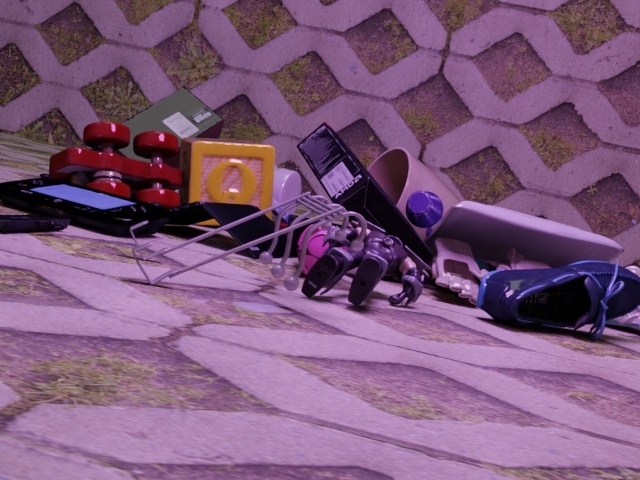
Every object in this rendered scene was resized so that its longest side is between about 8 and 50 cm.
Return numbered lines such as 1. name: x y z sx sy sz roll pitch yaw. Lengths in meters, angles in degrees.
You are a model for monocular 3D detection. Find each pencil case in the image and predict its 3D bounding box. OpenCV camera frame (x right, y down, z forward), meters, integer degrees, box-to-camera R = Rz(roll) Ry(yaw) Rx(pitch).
1. pencil case: 0.005 0.014 1.838 0.095 0.098 0.209 11 5 -6

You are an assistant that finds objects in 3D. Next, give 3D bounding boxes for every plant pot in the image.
1. plant pot: 0.234 -0.042 2.369 0.274 0.256 0.256 28 -1 -23

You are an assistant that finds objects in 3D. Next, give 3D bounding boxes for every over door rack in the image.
1. over door rack: -0.113 0.012 1.495 0.324 0.108 0.239 -11 10 -11

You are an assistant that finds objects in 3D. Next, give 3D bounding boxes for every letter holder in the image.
1. letter holder: -0.421 -0.220 2.601 0.152 0.214 0.302 40 50 13

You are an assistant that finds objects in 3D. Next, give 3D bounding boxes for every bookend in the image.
1. bookend: 0.000 0.000 2.107 0.157 0.072 0.156 12 6 1

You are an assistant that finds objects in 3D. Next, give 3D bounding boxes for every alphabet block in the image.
1. alphabet block: -0.219 -0.136 2.320 0.194 0.192 0.197 0 7 -15

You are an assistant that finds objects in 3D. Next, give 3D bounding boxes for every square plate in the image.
1. square plate: 0.379 0.019 2.047 0.347 0.049 0.344 14 -22 -7

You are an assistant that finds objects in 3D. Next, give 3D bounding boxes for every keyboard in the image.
1. keyboard: -0.467 -0.026 1.610 0.108 0.023 0.180 7 5 16

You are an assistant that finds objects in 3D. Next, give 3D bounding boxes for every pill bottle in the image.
1. pill bottle: -0.208 -0.148 2.712 0.283 0.161 0.161 14 6 20

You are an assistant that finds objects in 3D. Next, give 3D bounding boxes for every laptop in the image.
1. laptop: -0.204 -0.005 2.021 0.265 0.136 0.234 -13 -6 23

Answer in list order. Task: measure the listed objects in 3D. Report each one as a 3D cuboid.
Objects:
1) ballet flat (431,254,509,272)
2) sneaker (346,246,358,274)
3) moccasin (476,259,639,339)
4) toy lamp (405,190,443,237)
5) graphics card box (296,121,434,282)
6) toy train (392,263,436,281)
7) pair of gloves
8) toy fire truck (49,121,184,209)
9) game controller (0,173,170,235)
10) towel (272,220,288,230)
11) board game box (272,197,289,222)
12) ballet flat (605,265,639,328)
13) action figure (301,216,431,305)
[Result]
1. ballet flat: 0.330 0.081 1.993 0.241 0.077 0.091 9 49 -6
2. sneaker: 0.066 0.045 1.925 0.054 0.061 0.152 18 21 -30
3. moccasin: 0.434 0.114 1.747 0.342 0.137 0.117 -6 17 -25
4. toy lamp: 0.230 -0.045 2.108 0.080 0.080 0.275 14 -10 20
5. graphics card box: 0.085 -0.086 2.072 0.233 0.094 0.371 49 4 -27
6. toy train: 0.211 0.062 2.070 0.166 0.046 0.125 10 5 -27
7. pair of gloves: 0.329 0.064 1.897 0.240 0.042 0.204 14 31 2
8. toy fire truck: -0.459 -0.137 2.216 0.302 0.169 0.254 8 -17 -42
9. game controller: -0.441 -0.069 1.871 0.319 0.067 0.166 14 6 24
10. towel: -0.029 -0.020 2.484 0.199 0.031 0.275 11 3 15
11. board game box: -0.111 -0.081 2.431 0.090 0.020 0.090 47 -7 -14
12. ballet flat: 0.654 0.122 1.986 0.409 0.146 0.147 14 6 28
13. action figure: 0.075 0.038 1.643 0.185 0.099 0.285 25 15 16
